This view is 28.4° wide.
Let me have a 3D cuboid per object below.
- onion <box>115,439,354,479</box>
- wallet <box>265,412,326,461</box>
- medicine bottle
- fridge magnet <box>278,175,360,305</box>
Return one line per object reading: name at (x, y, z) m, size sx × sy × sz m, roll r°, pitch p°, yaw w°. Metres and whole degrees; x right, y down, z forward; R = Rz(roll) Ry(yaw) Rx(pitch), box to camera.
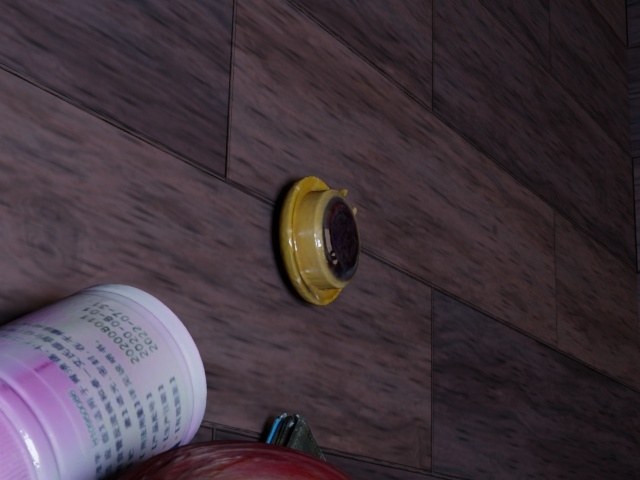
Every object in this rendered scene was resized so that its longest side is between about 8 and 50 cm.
onion at (-0.051, 0.301, 0.788) m, size 0.354 × 0.354 × 0.353 m, roll 21°, pitch 65°, yaw -58°
wallet at (-0.052, 0.341, 1.232) m, size 0.169 × 0.044 × 0.317 m, roll 63°, pitch 36°, yaw -39°
medicine bottle at (-0.207, 0.135, 0.885) m, size 0.254 × 0.152 × 0.152 m, roll -29°, pitch 109°, yaw -59°
fridge magnet at (0.000, 0.000, 1.381) m, size 0.143 × 0.063 × 0.143 m, roll 26°, pitch 60°, yaw -60°
